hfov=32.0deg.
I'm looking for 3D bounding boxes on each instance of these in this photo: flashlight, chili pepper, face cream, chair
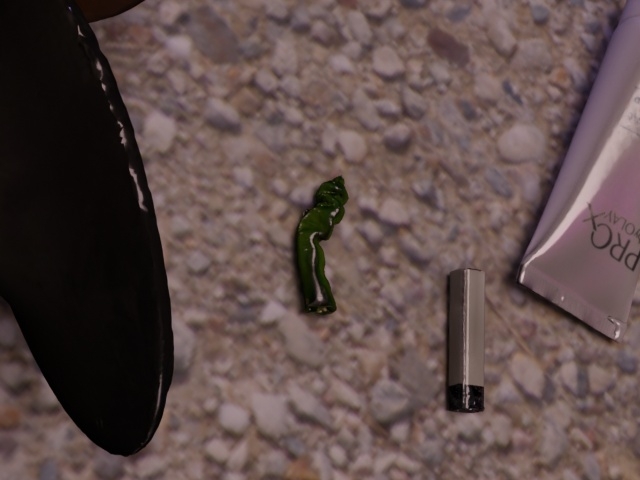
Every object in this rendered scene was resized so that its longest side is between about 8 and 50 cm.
[{"bbox_3d":[0.085,0.058,0.650,0.018,0.018,0.083,10,72,-26],"label":"flashlight"},{"bbox_3d":[0.000,0.000,0.621,0.027,0.022,0.083,5,73,8],"label":"chili pepper"},{"bbox_3d":[0.195,-0.063,0.721,0.092,0.058,0.243,29,72,-23],"label":"face cream"},{"bbox_3d":[-0.275,0.030,0.358,0.401,0.226,0.226,-16,85,-28],"label":"chair"}]

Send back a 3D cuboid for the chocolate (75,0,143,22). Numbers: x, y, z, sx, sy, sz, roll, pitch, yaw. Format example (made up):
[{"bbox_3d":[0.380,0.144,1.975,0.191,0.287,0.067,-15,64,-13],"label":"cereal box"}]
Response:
[{"bbox_3d":[-0.133,-0.216,0.516,0.093,0.148,0.214,-22,53,9],"label":"chocolate"}]
